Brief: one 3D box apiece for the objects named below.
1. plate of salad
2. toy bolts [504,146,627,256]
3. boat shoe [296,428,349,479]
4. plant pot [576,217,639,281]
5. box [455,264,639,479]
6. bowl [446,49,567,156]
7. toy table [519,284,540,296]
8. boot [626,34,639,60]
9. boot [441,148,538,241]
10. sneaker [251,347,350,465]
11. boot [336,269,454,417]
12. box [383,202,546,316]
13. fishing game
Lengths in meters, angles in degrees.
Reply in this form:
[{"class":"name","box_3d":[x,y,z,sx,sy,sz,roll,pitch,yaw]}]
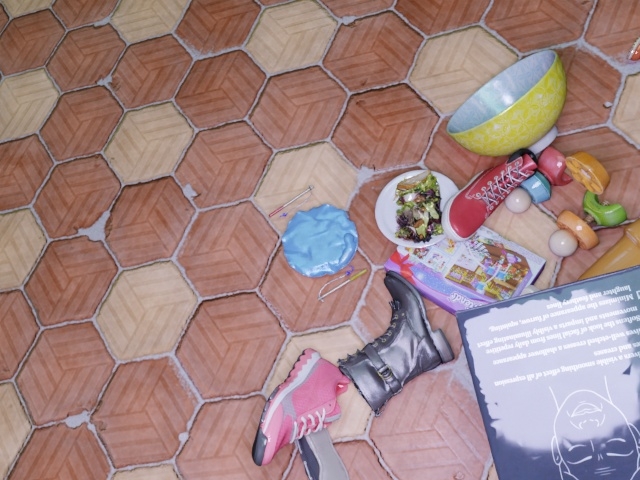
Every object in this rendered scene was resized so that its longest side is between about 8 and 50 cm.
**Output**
[{"class":"plate of salad","box_3d":[0.220,-0.078,1.441,0.199,0.048,0.200,-6,64,13]},{"class":"toy bolts","box_3d":[0.501,-0.093,1.363,0.158,0.218,0.228,-41,46,3]},{"class":"boat shoe","box_3d":[0.003,0.479,1.336,0.065,0.075,0.206,-43,61,44]},{"class":"plant pot","box_3d":[0.626,0.081,1.257,0.187,0.205,0.205,-35,63,16]},{"class":"box","box_3d":[0.415,0.269,0.988,0.293,0.212,0.396,-17,75,20]},{"class":"bowl","box_3d":[0.449,-0.279,1.445,0.289,0.289,0.156,-44,105,-5]},{"class":"toy table","box_3d":[0.418,0.226,1.230,0.160,0.252,0.275,36,112,29]},{"class":"boot","box_3d":[0.803,-0.469,1.504,0.158,0.059,0.085,-39,69,-4]},{"class":"boot","box_3d":[0.367,-0.104,1.351,0.088,0.176,0.244,47,54,-6]},{"class":"sneaker","box_3d":[-0.029,0.342,1.293,0.136,0.116,0.314,24,34,12]},{"class":"boot","box_3d":[0.136,0.216,1.370,0.228,0.091,0.263,-29,66,-4]},{"class":"box","box_3d":[0.317,0.059,1.414,0.293,0.057,0.201,33,78,24]},{"class":"fishing game","box_3d":[0.000,0.000,1.537,0.189,0.041,0.264,-35,72,-1]}]
